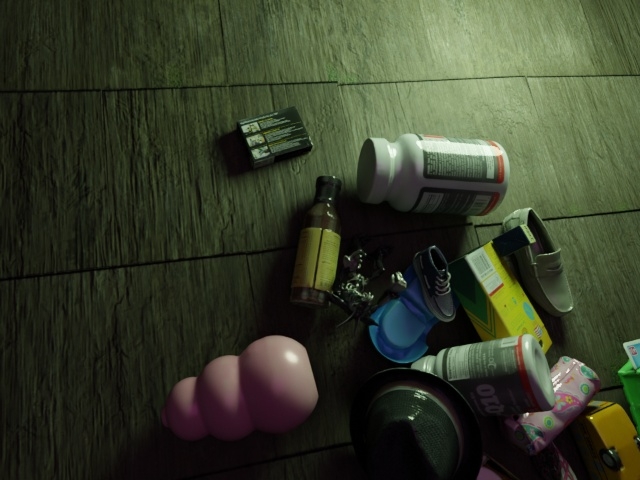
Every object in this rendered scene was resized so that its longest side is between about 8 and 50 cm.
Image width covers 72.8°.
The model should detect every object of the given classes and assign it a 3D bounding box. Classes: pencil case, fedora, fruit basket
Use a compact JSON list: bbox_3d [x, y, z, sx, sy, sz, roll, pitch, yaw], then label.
[{"bbox_3d":[0.582,0.420,1.112,0.284,0.124,0.124,-30,82,-18],"label":"pencil case"},{"bbox_3d":[0.189,0.455,0.931,0.333,0.152,0.335,3,100,20],"label":"fedora"},{"bbox_3d":[1.008,0.413,1.181,0.352,0.165,0.327,-6,76,-16],"label":"fruit basket"}]

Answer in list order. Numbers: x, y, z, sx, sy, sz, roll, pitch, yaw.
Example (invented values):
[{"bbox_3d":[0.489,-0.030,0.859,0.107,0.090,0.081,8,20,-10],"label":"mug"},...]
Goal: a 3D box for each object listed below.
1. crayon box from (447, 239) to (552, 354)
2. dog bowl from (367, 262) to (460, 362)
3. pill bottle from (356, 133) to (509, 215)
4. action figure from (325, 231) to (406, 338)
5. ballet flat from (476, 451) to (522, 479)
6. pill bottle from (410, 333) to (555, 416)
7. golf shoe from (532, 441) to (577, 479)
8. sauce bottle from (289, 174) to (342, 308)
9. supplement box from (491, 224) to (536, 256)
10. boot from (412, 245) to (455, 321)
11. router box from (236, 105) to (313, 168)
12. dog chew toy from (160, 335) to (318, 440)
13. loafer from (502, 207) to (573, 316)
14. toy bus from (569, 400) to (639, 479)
[{"bbox_3d":[0.466,0.172,1.135,0.202,0.081,0.319,-17,76,-48],"label":"crayon box"},{"bbox_3d":[0.238,0.182,1.136,0.166,0.074,0.297,42,72,3],"label":"dog bowl"},{"bbox_3d":[0.295,-0.178,1.177,0.362,0.210,0.211,3,74,-11],"label":"pill bottle"},{"bbox_3d":[0.108,0.093,1.051,0.164,0.141,0.276,30,43,-12],"label":"action figure"},{"bbox_3d":[0.442,0.607,1.035,0.348,0.123,0.123,37,71,0],"label":"ballet flat"},{"bbox_3d":[0.365,0.321,1.003,0.161,0.283,0.161,32,47,-43],"label":"pill bottle"},{"bbox_3d":[0.602,0.585,1.108,0.085,0.067,0.186,2,64,-46],"label":"golf shoe"},{"bbox_3d":[0.000,0.000,1.119,0.111,0.111,0.345,13,73,-8],"label":"sauce bottle"},{"bbox_3d":[0.529,0.001,1.186,0.083,0.083,0.056,-5,67,-53],"label":"supplement box"},{"bbox_3d":[0.294,0.109,1.082,0.069,0.086,0.190,-22,79,-17],"label":"boot"},{"bbox_3d":[-0.128,-0.289,1.209,0.178,0.046,0.133,-20,79,-16],"label":"router box"},{"bbox_3d":[-0.177,0.335,0.950,0.331,0.207,0.207,-14,78,-6],"label":"dog chew toy"},{"bbox_3d":[0.625,0.060,1.227,0.111,0.111,0.320,-22,80,-16],"label":"loafer"},{"bbox_3d":[0.758,0.591,1.094,0.108,0.130,0.333,-15,78,-16],"label":"toy bus"}]
